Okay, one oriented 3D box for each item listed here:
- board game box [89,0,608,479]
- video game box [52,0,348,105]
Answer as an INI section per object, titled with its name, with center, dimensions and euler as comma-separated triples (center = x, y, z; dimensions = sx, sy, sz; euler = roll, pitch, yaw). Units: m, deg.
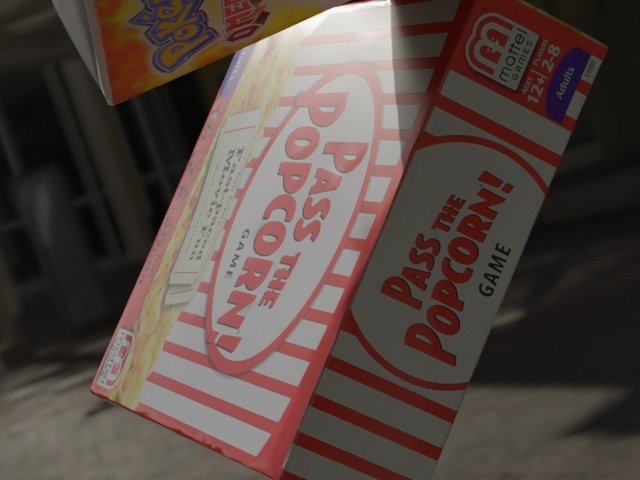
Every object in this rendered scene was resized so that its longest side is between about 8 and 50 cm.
[board game box]
center = 0.000, 0.000, 0.620
dimensions = 0.045, 0.147, 0.193
euler = 25, -7, -21
[video game box]
center = 0.011, -0.133, 0.513
dimensions = 0.187, 0.048, 0.205
euler = -23, -22, -9
